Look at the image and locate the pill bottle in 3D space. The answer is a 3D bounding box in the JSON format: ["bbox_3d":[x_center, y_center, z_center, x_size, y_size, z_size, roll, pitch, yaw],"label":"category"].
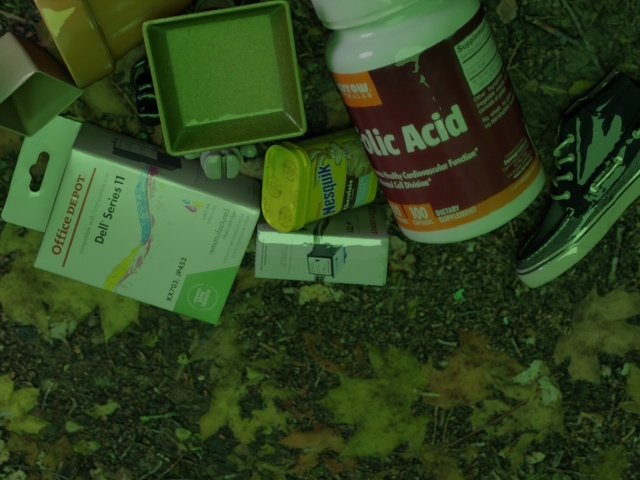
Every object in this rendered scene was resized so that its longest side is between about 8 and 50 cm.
[{"bbox_3d":[0.140,-0.212,1.679,0.224,0.224,0.392,-22,114,9],"label":"pill bottle"}]

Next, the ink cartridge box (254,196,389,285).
[{"bbox_3d":[0.000,0.000,1.822,0.190,0.140,0.082,2,113,-3],"label":"ink cartridge box"}]

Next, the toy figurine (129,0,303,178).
[{"bbox_3d":[-0.142,-0.213,1.723,0.209,0.148,0.213,39,106,-24],"label":"toy figurine"}]

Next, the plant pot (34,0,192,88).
[{"bbox_3d":[-0.281,-0.333,1.640,0.187,0.205,0.205,-27,114,-6],"label":"plant pot"}]

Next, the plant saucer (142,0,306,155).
[{"bbox_3d":[-0.123,-0.216,1.613,0.188,0.045,0.188,-9,118,-3],"label":"plant saucer"}]

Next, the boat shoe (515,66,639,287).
[{"bbox_3d":[0.375,-0.097,1.807,0.158,0.127,0.340,41,100,-12],"label":"boat shoe"}]

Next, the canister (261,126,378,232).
[{"bbox_3d":[0.004,-0.092,1.767,0.169,0.073,0.126,-19,125,-41],"label":"canister"}]

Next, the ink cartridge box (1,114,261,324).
[{"bbox_3d":[-0.284,-0.035,1.809,0.353,0.119,0.207,18,114,-9],"label":"ink cartridge box"}]

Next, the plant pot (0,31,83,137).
[{"bbox_3d":[-0.417,-0.223,1.719,0.109,0.109,0.096,-38,68,15],"label":"plant pot"}]
